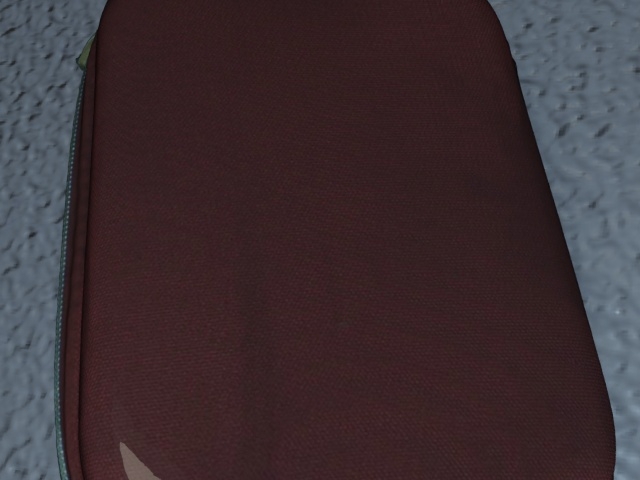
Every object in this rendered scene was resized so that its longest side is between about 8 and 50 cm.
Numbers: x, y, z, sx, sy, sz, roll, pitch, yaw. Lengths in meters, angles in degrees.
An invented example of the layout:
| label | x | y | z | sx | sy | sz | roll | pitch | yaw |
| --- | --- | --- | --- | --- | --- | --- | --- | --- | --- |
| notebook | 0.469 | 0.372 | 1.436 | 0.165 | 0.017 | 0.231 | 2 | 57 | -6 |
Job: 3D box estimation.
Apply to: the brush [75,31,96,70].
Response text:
| label | x | y | z | sx | sy | sz | roll | pitch | yaw |
| --- | --- | --- | --- | --- | --- | --- | --- | --- | --- |
| brush | -0.087 | -0.098 | 0.699 | 0.248 | 0.036 | 0.043 | 33 | 74 | 31 |

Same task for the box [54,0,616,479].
| label | x | y | z | sx | sy | sz | roll | pitch | yaw |
| --- | --- | --- | --- | --- | --- | --- | --- | --- | --- |
| box | 0.000 | 0.000 | 0.520 | 0.263 | 0.108 | 0.404 | 1 | 55 | -8 |
